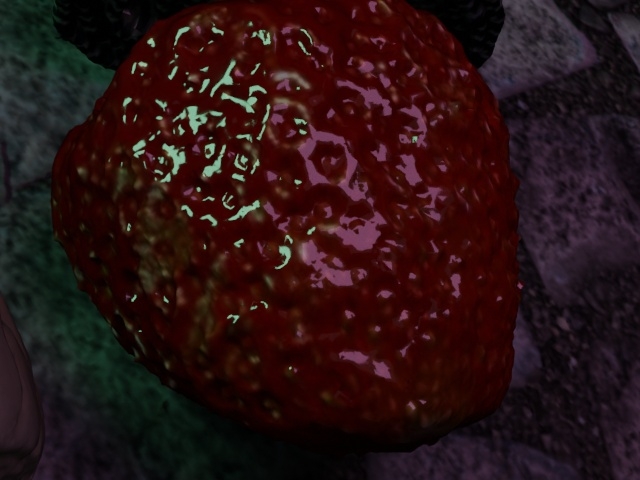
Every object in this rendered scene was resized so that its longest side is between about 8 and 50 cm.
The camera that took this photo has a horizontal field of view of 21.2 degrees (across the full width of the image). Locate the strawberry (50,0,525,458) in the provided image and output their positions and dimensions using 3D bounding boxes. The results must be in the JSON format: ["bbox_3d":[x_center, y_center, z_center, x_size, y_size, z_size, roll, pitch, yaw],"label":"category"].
[{"bbox_3d":[0.000,0.000,0.921,0.257,0.257,0.277,-1,48,-36],"label":"strawberry"}]

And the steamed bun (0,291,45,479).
[{"bbox_3d":[-0.278,0.058,0.683,0.383,0.236,0.247,-16,70,-42],"label":"steamed bun"}]

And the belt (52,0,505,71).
[{"bbox_3d":[-0.035,-0.191,1.077,0.295,0.207,0.160,6,58,-15],"label":"belt"}]
